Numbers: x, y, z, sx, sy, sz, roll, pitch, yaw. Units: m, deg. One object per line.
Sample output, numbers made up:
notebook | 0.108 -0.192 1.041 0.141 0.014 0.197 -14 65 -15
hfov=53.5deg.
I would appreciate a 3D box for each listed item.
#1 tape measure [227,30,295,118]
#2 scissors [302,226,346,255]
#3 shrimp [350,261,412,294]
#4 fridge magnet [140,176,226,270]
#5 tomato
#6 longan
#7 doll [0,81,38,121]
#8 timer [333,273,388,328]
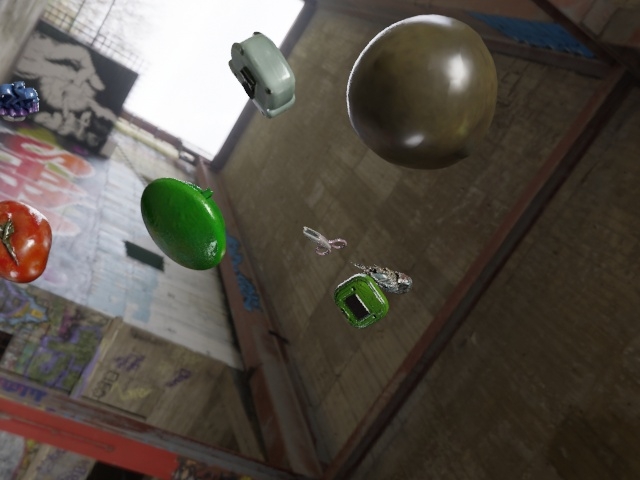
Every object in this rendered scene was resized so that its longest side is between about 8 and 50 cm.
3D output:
tape measure | -0.185 -0.505 1.924 0.125 0.243 0.246 -34 170 -12
scissors | 0.000 0.000 1.577 0.085 0.176 0.022 -22 -115 19
shrimp | 0.197 0.119 2.071 0.079 0.232 0.090 -56 -159 30
fridge magnet | -0.270 -0.033 1.262 0.208 0.208 0.088 -36 -172 45
tomato | -0.679 0.006 1.421 0.151 0.187 0.187 81 24 -65
longan | 0.226 -0.313 1.389 0.361 0.360 0.361 -45 -151 34
doll | -0.735 -0.335 1.529 0.206 0.109 0.067 -25 -110 60
timer | 0.110 0.169 1.740 0.128 0.140 0.047 -34 -178 24
